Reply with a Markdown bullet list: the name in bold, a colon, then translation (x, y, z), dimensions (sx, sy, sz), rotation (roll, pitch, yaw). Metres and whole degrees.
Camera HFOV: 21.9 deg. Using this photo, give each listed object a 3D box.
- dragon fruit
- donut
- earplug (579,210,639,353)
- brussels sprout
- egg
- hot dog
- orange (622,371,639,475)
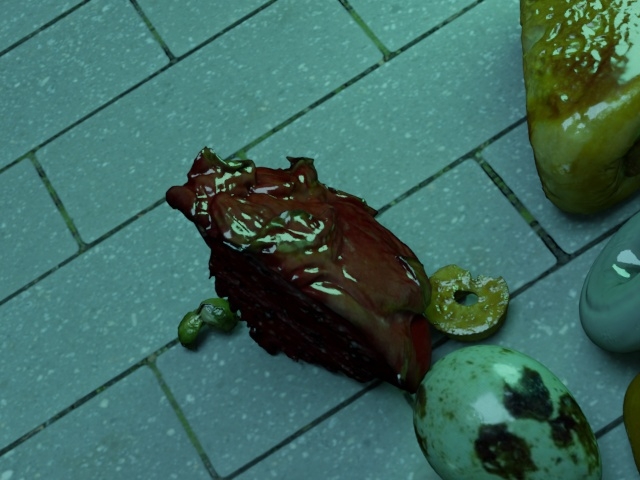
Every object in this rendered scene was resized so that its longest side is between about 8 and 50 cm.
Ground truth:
- **dragon fruit**: translation (0.006, -0.008, 1.924), dimensions (0.286, 0.329, 0.228), rotation (17, 63, 45)
- **donut**: translation (0.175, 0.080, 1.994), dimensions (0.108, 0.043, 0.097), rotation (21, 65, 31)
- **earplug**: translation (0.441, 0.047, 1.847), dimensions (0.326, 0.175, 0.214), rotation (0, 48, 33)
- **brussels sprout**: translation (-0.146, 0.103, 2.099), dimensions (0.083, 0.046, 0.051), rotation (-27, 92, 2)
- **egg**: translation (0.206, 0.212, 1.809), dimensions (0.231, 0.169, 0.169), rotation (36, 74, 24)
- **hot dog**: translation (0.364, -0.232, 2.052), dimensions (0.223, 0.185, 0.405), rotation (-12, 53, 15)
- **orange**: translation (0.396, 0.197, 1.789), dimensions (0.170, 0.112, 0.160), rotation (10, 60, 41)
